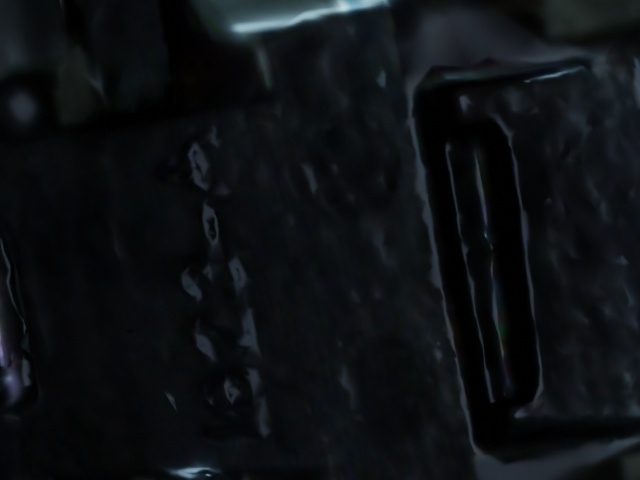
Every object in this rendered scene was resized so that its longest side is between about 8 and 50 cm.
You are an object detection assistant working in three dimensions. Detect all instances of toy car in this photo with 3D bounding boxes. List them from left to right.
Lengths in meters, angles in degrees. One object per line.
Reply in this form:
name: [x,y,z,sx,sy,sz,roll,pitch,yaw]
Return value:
toy car: [0.000,0.000,0.404,0.235,0.158,0.172,-6,97,32]
